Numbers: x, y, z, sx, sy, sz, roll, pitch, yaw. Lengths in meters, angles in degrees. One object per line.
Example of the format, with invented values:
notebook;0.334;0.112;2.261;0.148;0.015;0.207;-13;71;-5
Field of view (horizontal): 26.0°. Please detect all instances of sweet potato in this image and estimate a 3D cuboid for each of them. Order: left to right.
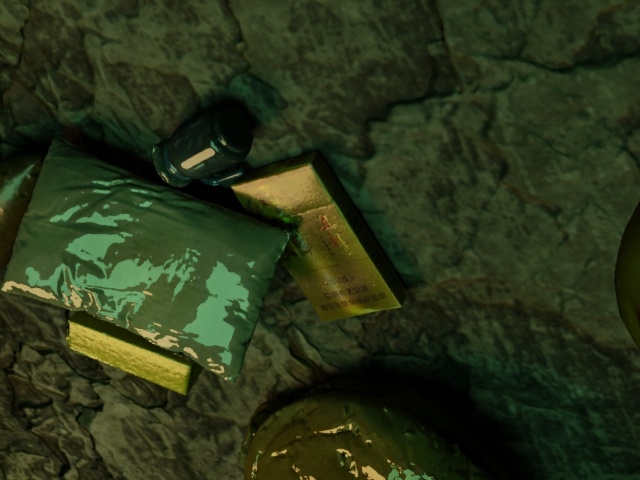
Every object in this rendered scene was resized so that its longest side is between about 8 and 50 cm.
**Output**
sweet potato;-0.358;-0.002;1.297;0.346;0.079;0.108;-11;93;35

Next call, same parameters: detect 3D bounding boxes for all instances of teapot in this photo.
teapot;-0.089;-0.076;1.120;0.083;0.063;0.049;-23;76;42

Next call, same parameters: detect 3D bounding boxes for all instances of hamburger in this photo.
hamburger;0.055;0.254;1.280;0.285;0.134;0.265;-23;118;37

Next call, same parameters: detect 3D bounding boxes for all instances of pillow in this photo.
pillow;-0.149;0.017;1.174;0.229;0.050;0.148;21;109;8

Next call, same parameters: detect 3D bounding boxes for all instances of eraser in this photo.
eraser;-0.152;0.073;1.245;0.122;0.097;0.045;21;136;10

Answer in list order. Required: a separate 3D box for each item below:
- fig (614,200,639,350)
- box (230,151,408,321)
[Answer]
fig;0.288;0.031;0.905;0.203;0.225;0.203;24;128;35
box;0.000;0.000;1.155;0.089;0.022;0.156;-13;122;34
